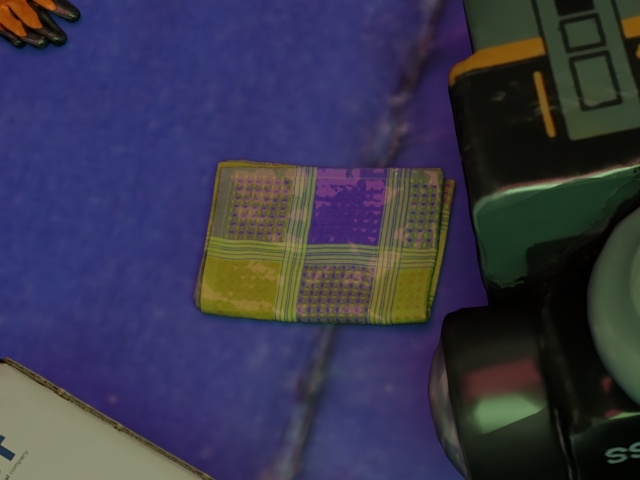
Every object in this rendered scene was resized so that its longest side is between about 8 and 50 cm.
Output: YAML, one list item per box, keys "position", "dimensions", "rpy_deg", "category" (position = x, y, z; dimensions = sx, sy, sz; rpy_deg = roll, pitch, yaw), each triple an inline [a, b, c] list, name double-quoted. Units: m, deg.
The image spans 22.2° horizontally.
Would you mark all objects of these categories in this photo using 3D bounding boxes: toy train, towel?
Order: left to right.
- position: [0.000, 0.000, 0.546]
  dimensions: [0.083, 0.009, 0.060]
  rpy_deg: [4, 63, 16]
  category: "towel"
- position: [0.188, -0.021, 0.446]
  dimensions: [0.334, 0.142, 0.190]
  rpy_deg: [-13, 51, 7]
  category: "toy train"

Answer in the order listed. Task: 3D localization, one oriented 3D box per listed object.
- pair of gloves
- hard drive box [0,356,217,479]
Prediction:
- position: [-0.104, -0.113, 0.629]
  dimensions: [0.083, 0.010, 0.074]
  rpy_deg: [-43, 61, -11]
  category: "pair of gloves"
- position: [-0.037, 0.166, 0.422]
  dimensions: [0.232, 0.089, 0.181]
  rpy_deg: [27, 72, 24]
  category: "hard drive box"
